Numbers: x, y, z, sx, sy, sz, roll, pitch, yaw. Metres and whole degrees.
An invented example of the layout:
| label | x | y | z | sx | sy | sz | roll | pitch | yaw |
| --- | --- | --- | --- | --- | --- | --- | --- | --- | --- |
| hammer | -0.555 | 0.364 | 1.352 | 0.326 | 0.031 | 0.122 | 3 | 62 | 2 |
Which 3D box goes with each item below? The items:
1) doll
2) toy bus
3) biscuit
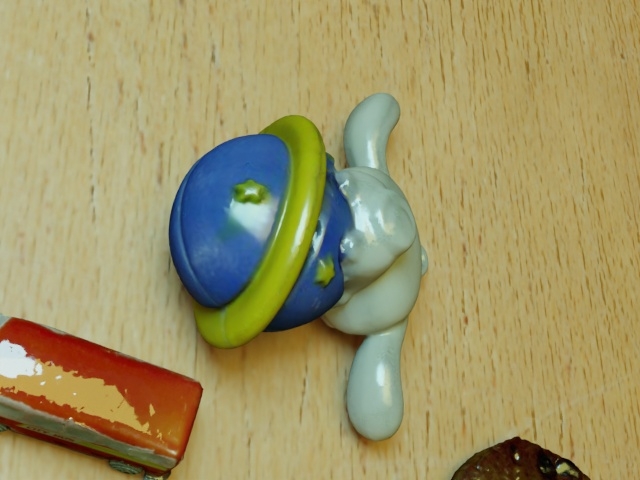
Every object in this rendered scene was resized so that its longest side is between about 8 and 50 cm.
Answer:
| label | x | y | z | sx | sy | sz | roll | pitch | yaw |
| --- | --- | --- | --- | --- | --- | --- | --- | --- | --- |
| doll | 0.008 | -0.029 | 0.712 | 0.242 | 0.159 | 0.311 | 22 | 59 | -16 |
| toy bus | -0.170 | 0.108 | 0.618 | 0.174 | 0.077 | 0.079 | 24 | 62 | -17 |
| biscuit | 0.186 | 0.266 | 0.754 | 0.192 | 0.049 | 0.192 | 12 | 64 | -26 |
